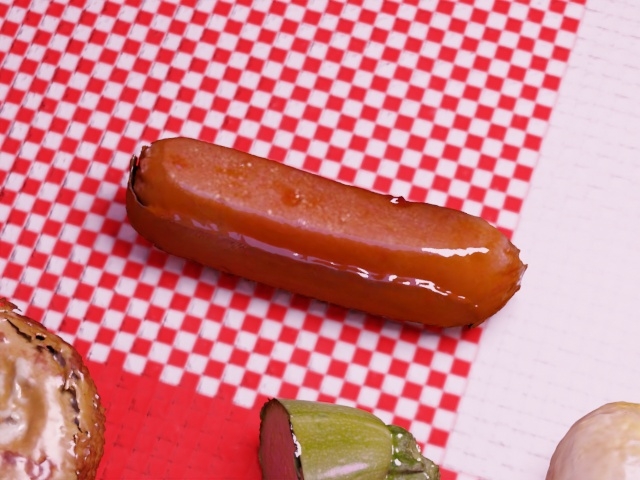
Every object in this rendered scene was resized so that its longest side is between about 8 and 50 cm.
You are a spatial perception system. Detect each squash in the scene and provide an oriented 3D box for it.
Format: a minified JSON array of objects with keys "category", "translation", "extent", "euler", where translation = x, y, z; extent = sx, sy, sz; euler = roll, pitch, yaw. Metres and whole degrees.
[{"category":"squash","translation":[0.029,0.163,1.449],"extent":[0.132,0.105,0.105],"euler":[-7,63,-17]}]

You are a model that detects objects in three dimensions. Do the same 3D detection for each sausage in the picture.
[{"category":"sausage","translation":[0.000,0.000,1.518],"extent":[0.330,0.102,0.102],"euler":[15,64,6]}]

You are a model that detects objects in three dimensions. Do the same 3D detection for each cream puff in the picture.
[{"category":"cream puff","translation":[-0.279,0.158,1.407],"extent":[0.240,0.164,0.240],"euler":[7,60,-13]}]

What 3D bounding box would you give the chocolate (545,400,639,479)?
[{"category":"chocolate","translation":[0.212,0.262,1.372],"extent":[0.134,0.134,0.309],"euler":[10,60,5]}]
